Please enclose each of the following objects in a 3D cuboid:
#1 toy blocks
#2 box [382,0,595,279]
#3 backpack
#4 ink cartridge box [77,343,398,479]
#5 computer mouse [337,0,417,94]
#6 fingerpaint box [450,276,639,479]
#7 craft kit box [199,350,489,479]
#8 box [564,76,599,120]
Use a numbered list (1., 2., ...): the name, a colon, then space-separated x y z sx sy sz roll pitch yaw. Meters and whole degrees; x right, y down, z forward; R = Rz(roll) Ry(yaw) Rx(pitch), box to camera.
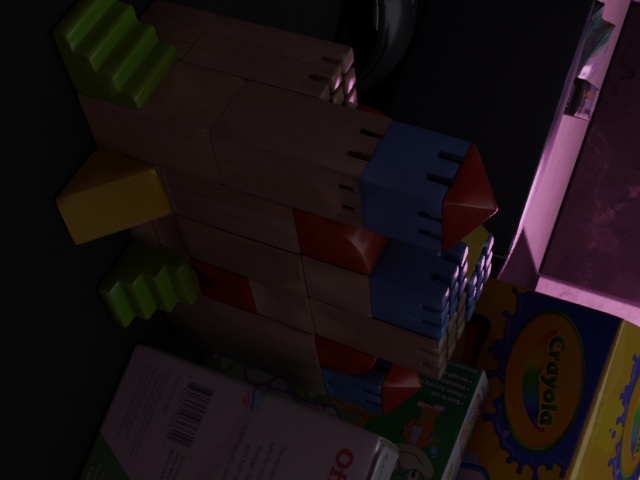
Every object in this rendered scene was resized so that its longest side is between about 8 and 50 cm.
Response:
1. toy blocks: 0.000 0.000 0.672 0.190 0.261 0.381 -60 158 -31
2. box: 0.175 -0.118 1.109 0.294 0.183 0.296 45 64 -78
3. backpack: 0.417 -0.331 1.680 0.188 0.144 0.166 -37 160 -21
4. ink cartridge box: -0.066 0.191 0.735 0.093 0.212 0.154 51 59 -68
5. computer mouse: 0.057 -0.257 0.905 0.184 0.060 0.262 -29 133 -65
6. fingerpaint box: 0.096 0.248 0.952 0.163 0.371 0.444 22 87 -48
7. craft kit box: -0.014 0.190 0.824 0.246 0.250 0.061 -67 157 -18
8. box: 0.330 -0.239 1.486 0.231 0.183 0.056 -10 118 -68
